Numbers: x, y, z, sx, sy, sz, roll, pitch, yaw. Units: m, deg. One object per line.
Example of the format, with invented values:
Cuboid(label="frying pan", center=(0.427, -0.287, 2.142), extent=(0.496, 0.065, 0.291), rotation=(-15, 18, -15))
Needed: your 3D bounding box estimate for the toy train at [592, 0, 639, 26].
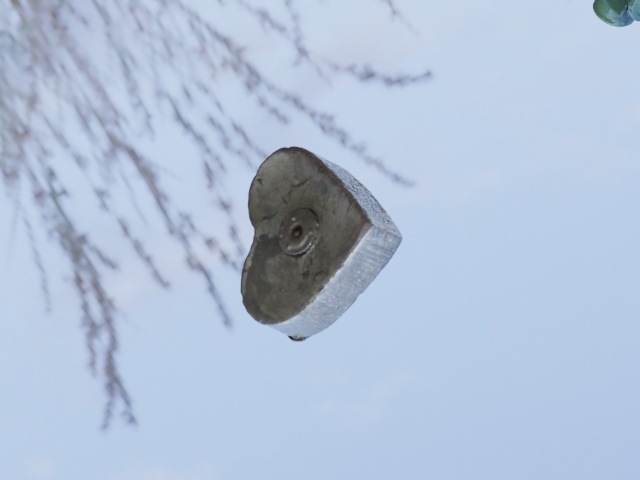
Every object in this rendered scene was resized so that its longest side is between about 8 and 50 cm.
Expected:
Cuboid(label="toy train", center=(0.294, -0.268, 1.294), extent=(0.157, 0.253, 0.105), rotation=(-17, -123, -30))

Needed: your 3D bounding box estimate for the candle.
Cuboid(label="candle", center=(0.000, 0.000, 1.715), extent=(0.169, 0.068, 0.192), rotation=(-8, -107, 36))
